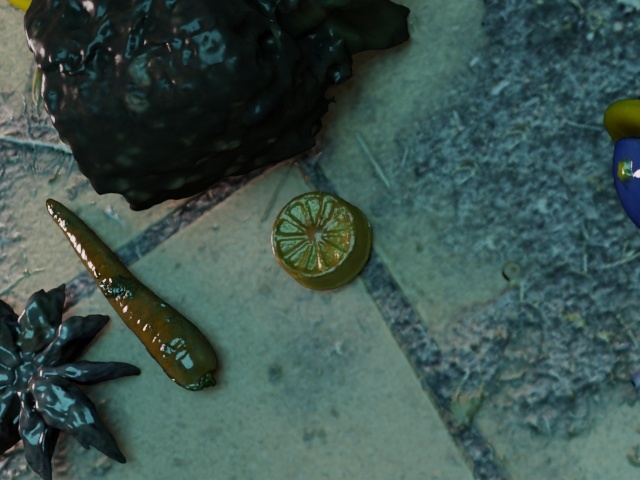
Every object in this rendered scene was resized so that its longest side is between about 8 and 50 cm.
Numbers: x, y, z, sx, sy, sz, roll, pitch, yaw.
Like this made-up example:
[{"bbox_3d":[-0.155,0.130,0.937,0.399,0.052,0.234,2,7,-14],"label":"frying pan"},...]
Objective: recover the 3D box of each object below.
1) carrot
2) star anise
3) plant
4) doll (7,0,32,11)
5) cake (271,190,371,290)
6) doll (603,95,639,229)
[{"bbox_3d":[-0.172,0.042,1.551,0.049,0.049,0.254,-48,62,5],"label":"carrot"},{"bbox_3d":[-0.257,0.126,1.549,0.180,0.061,0.205,-28,70,13],"label":"star anise"},{"bbox_3d":[-0.070,-0.173,1.465,0.312,0.215,0.213,-21,68,12],"label":"plant"},{"bbox_3d":[-0.217,-0.310,1.608,0.237,0.111,0.252,-20,81,17],"label":"doll"},{"bbox_3d":[0.000,0.000,1.489,0.084,0.044,0.084,-4,77,19],"label":"cake"},{"bbox_3d":[0.343,-0.090,1.285,0.242,0.311,0.159,-46,109,-12],"label":"doll"}]
